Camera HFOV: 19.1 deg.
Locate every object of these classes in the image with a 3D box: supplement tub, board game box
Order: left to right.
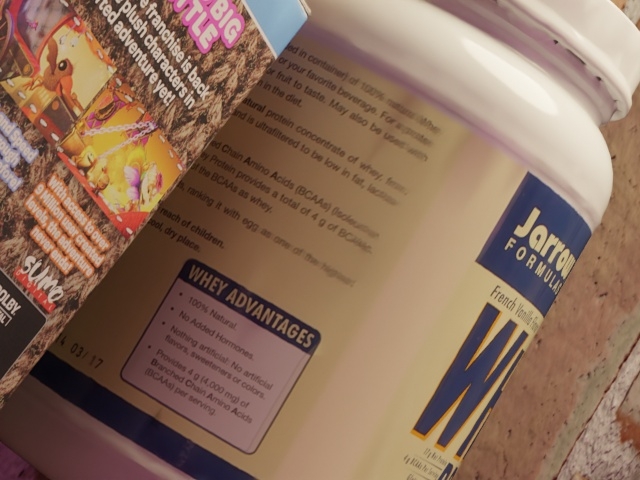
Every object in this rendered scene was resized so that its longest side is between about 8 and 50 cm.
[{"bbox_3d":[-0.174,-0.073,0.750,0.291,0.141,0.232,-53,146,-15],"label":"board game box"},{"bbox_3d":[0.000,0.000,0.955,0.325,0.235,0.235,-60,147,-3],"label":"supplement tub"}]
